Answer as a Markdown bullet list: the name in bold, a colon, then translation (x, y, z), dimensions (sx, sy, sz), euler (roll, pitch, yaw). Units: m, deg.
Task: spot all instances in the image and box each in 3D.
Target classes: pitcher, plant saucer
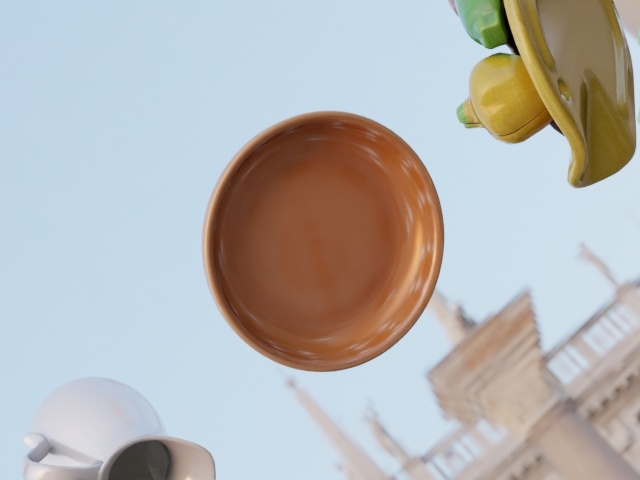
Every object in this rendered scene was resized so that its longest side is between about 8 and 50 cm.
- **pitcher**: translation (-0.220, 0.199, 1.593), dimensions (0.178, 0.207, 0.125), euler (10, -85, -31)
- **plant saucer**: translation (0.000, 0.000, 1.293), dimensions (0.200, 0.037, 0.200), euler (-2, -84, -24)

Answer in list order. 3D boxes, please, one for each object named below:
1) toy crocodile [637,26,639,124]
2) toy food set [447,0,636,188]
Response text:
- **toy crocodile**: translation (0.358, -0.143, 1.608), dimensions (0.340, 0.115, 0.105), euler (-77, 8, -47)
- **toy food set**: translation (0.109, -0.112, 0.899), dimensions (0.071, 0.218, 0.128), euler (-24, -57, 27)
